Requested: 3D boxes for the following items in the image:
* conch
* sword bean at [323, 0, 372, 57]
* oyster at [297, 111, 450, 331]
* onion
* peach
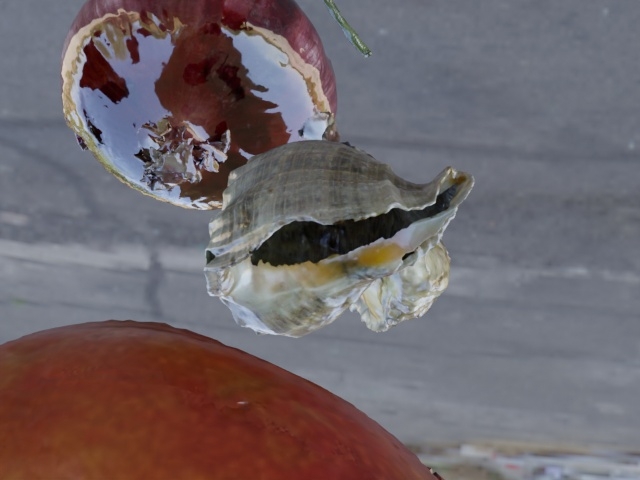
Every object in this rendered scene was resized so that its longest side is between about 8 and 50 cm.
[{"bbox_3d":[0.000,0.000,0.928,0.207,0.130,0.155,-12,-165,34],"label":"conch"},{"bbox_3d":[0.019,-0.198,1.311,0.083,0.012,0.012,54,147,-10],"label":"sword bean"},{"bbox_3d":[0.049,-0.009,1.357,0.100,0.271,0.275,-29,148,-4],"label":"oyster"},{"bbox_3d":[-0.151,-0.163,1.763,0.347,0.285,0.347,4,132,4],"label":"onion"},{"bbox_3d":[-0.085,0.213,0.673,0.372,0.290,0.373,6,119,10],"label":"peach"}]
